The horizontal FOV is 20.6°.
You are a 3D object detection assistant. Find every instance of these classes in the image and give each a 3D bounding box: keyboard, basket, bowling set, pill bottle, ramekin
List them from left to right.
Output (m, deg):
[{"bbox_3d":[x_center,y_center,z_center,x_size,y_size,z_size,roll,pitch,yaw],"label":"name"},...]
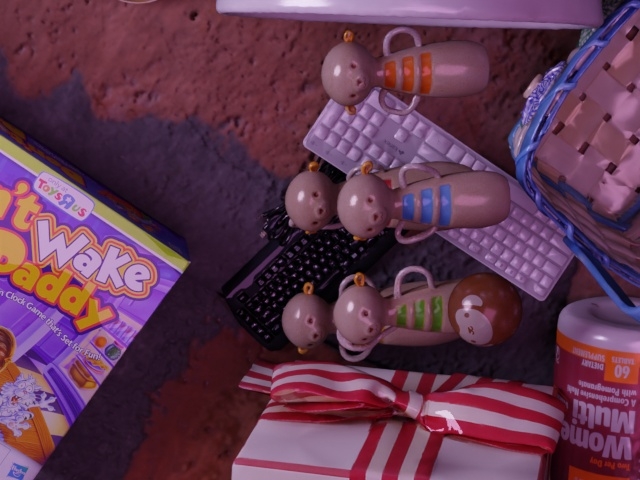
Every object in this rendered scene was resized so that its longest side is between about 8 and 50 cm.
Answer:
[{"bbox_3d":[0.000,0.000,1.421,0.192,0.038,0.100,-44,105,3],"label":"keyboard"},{"bbox_3d":[0.058,-0.001,1.311,0.154,0.200,0.287,-3,116,-8],"label":"bowling set"},{"bbox_3d":[0.066,-0.223,1.258,0.277,0.277,0.135,1,97,-8],"label":"ramekin"},{"bbox_3d":[0.105,-0.042,1.421,0.256,0.014,0.072,32,98,-22],"label":"keyboard"},{"bbox_3d":[0.249,0.166,1.453,0.121,0.121,0.221,0,103,-8],"label":"pill bottle"},{"bbox_3d":[0.265,-0.076,1.307,0.201,0.289,0.255,35,94,-21],"label":"basket"}]

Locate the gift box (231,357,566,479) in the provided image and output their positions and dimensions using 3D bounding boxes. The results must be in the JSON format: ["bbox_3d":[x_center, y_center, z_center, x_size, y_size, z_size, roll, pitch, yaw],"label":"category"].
[{"bbox_3d":[0.054,0.220,1.380,0.255,0.276,0.258,4,107,4],"label":"gift box"}]

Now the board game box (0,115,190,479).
[{"bbox_3d":[-0.309,0.005,1.357,0.347,0.078,0.233,34,97,-14],"label":"board game box"}]

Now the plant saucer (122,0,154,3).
[{"bbox_3d":[-0.141,-0.225,1.356,0.083,0.015,0.083,-2,105,-8],"label":"plant saucer"}]
